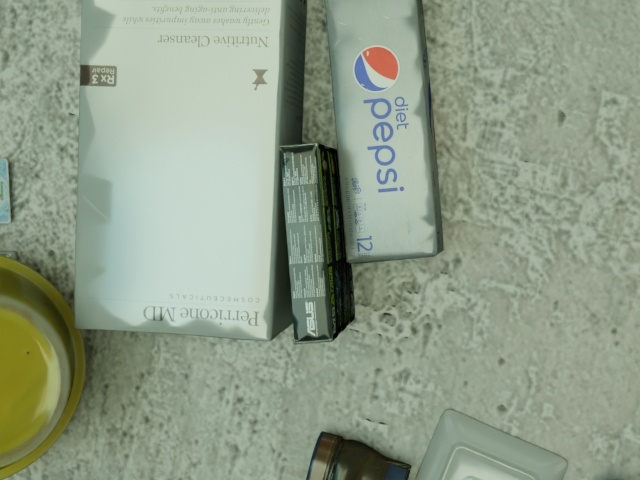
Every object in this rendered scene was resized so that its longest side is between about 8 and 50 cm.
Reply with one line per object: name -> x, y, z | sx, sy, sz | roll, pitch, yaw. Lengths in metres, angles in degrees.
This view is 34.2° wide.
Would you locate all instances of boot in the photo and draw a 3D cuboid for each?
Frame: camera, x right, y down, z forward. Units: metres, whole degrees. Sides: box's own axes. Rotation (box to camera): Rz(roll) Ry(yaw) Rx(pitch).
boot -> 0.029, 0.325, 1.120 | 0.106, 0.082, 0.219 | 10, 92, 12

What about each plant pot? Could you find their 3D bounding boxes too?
plant pot -> -0.356, 0.133, 1.051 | 0.254, 0.239, 0.254 | 1, 87, -22

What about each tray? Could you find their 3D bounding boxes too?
tray -> 0.151, 0.333, 1.126 | 0.145, 0.030, 0.270 | 22, 96, 7

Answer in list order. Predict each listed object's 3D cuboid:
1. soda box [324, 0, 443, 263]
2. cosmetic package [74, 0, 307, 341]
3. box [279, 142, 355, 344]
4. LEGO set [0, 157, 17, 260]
soda box -> 0.069, -0.122, 1.090 | 0.098, 0.091, 0.286 | -5, 91, 11
cosmetic package -> -0.131, -0.095, 1.093 | 0.217, 0.156, 0.385 | 1, 91, 8
box -> 0.000, 0.000, 1.059 | 0.045, 0.184, 0.191 | -4, 93, 11
LEGO set -> -0.447, -0.031, 1.218 | 0.182, 0.060, 0.244 | -2, 93, -2
